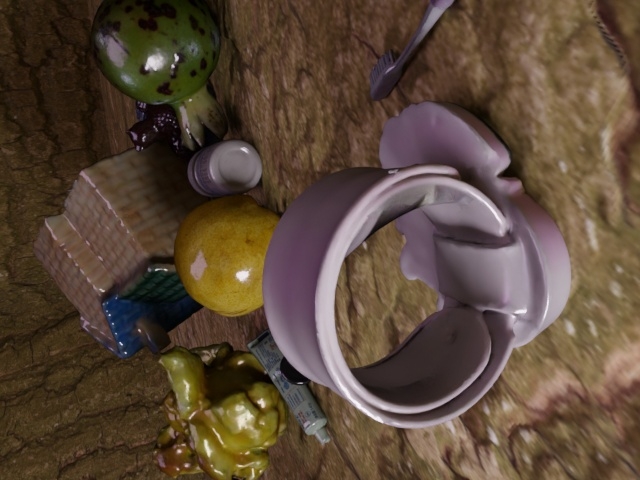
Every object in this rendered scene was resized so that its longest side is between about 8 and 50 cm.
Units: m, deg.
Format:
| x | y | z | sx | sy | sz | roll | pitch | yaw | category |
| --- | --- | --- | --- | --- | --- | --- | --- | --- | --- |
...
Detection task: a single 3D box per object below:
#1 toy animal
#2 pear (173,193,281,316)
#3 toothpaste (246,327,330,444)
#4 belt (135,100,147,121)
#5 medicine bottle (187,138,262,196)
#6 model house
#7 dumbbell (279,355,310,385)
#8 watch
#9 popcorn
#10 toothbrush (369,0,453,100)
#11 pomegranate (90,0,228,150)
| x | y | z | sx | sy | sz | roll | pitch | yaw | category |
| --- | --- | --- | --- | --- | --- | --- | --- | --- | --- |
| -0.316 | -0.260 | 1.094 | 0.219 | 0.179 | 0.116 | 55 | 149 | -5 | toy animal |
| -0.152 | 0.019 | 0.920 | 0.209 | 0.208 | 0.209 | 40 | 138 | 49 | pear |
| -0.060 | 0.285 | 1.034 | 0.069 | 0.047 | 0.268 | -54 | 53 | 21 | toothpaste |
| -0.380 | -0.345 | 1.253 | 0.129 | 0.122 | 0.218 | 61 | 145 | 29 | belt |
| -0.186 | -0.136 | 1.004 | 0.168 | 0.104 | 0.105 | 7 | 110 | 62 | medicine bottle |
| -0.389 | 0.030 | 1.273 | 0.445 | 0.395 | 0.400 | -35 | 87 | 46 | model house |
| -0.035 | 0.215 | 0.938 | 0.069 | 0.069 | 0.147 | 58 | 149 | 31 | dumbbell |
| 0.061 | 0.013 | 0.453 | 0.196 | 0.231 | 0.244 | 8 | 114 | 65 | watch |
| -0.217 | 0.345 | 1.141 | 0.325 | 0.289 | 0.322 | 32 | 122 | 49 | popcorn |
| 0.117 | -0.233 | 0.439 | 0.354 | 0.024 | 0.029 | 132 | 127 | -61 | toothbrush |
| -0.282 | -0.318 | 0.950 | 0.242 | 0.242 | 0.306 | -22 | 88 | 64 | pomegranate |
